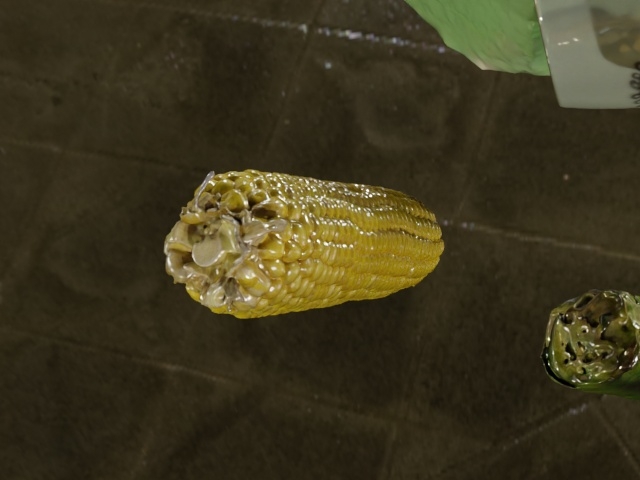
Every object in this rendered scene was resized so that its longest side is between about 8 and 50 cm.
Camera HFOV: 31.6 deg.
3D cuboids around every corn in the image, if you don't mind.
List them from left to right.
[{"bbox_3d":[0.000,0.000,0.866,0.106,0.305,0.106,1,92,31],"label":"corn"}]

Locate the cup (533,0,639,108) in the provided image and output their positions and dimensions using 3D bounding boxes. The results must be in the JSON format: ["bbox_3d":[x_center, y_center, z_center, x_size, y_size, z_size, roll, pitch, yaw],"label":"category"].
[{"bbox_3d":[0.316,-0.184,0.987,0.234,0.258,0.186,-13,56,15],"label":"cup"}]

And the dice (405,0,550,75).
[{"bbox_3d":[0.244,-0.398,1.205,0.330,0.322,0.318,-32,62,-18],"label":"dice"}]

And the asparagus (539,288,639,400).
[{"bbox_3d":[0.364,0.129,1.302,0.128,0.382,0.108,-31,64,24],"label":"asparagus"}]
